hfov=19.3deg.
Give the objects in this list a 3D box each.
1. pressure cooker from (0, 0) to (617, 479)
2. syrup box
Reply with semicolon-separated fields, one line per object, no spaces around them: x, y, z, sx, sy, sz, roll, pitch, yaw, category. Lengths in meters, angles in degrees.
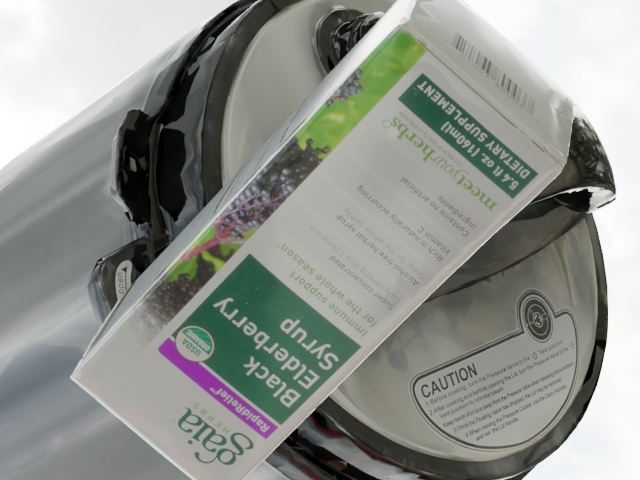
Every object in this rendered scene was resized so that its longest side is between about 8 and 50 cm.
-0.019;0.029;1.252;0.375;0.420;0.370;34;-130;-25;pressure cooker
0.000;0.000;0.854;0.093;0.237;0.096;41;-157;-8;syrup box
